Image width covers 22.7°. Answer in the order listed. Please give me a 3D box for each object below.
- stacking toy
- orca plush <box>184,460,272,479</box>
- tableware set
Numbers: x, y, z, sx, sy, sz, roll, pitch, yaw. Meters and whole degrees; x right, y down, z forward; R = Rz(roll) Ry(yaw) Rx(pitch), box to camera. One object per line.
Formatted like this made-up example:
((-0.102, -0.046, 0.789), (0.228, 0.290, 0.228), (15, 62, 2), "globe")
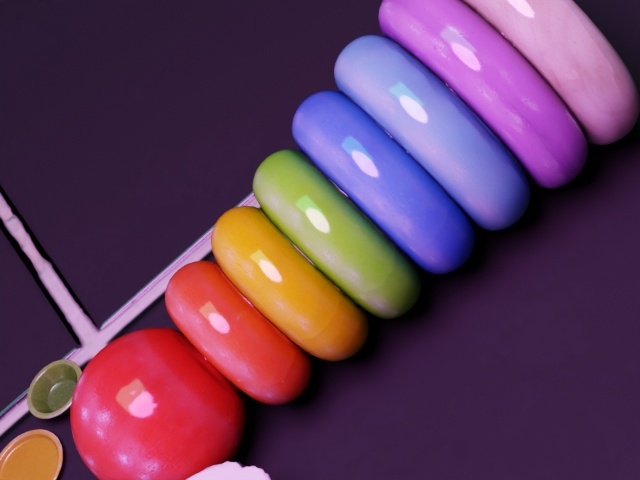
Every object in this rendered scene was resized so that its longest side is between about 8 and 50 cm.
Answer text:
((0.000, 0.000, 0.806), (0.330, 0.141, 0.141), (-44, 47, 1), "stacking toy")
((-0.077, 0.235, 0.705), (0.151, 0.102, 0.287), (-1, 41, 7), "orca plush")
((-0.149, 0.136, 0.866), (0.104, 0.024, 0.154), (6, 62, 35), "tableware set")
